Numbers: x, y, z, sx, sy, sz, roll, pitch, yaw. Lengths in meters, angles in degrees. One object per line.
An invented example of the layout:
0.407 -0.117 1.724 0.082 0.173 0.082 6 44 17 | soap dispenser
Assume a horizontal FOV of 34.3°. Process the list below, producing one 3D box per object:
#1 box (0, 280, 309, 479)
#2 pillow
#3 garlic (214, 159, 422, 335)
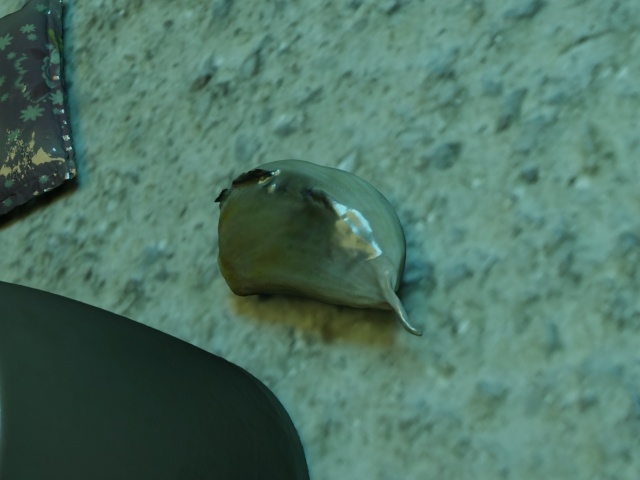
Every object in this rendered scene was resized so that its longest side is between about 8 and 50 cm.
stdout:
-0.172 0.155 0.509 0.301 0.216 0.301 -13 60 23 | box
-0.234 -0.101 0.765 0.118 0.043 0.185 -23 58 16 | pillow
0.005 -0.002 0.580 0.152 0.066 0.084 7 98 35 | garlic
